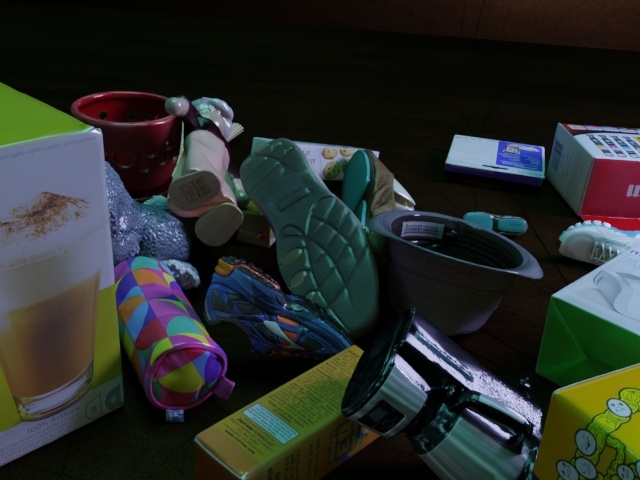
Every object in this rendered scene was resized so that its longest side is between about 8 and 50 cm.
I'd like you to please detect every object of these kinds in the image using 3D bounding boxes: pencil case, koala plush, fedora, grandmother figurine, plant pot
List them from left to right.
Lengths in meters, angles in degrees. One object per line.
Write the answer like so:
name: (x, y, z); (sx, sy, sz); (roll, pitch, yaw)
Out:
koala plush: (-0.275, -0.006, 1.020); (0.221, 0.203, 0.196); (17, 33, -36)
plant pot: (-0.342, -0.159, 1.299); (0.191, 0.174, 0.191); (3, 26, -2)
pencil case: (-0.191, 0.109, 0.874); (0.104, 0.105, 0.236); (-10, 31, -26)
grandmother figurine: (-0.185, -0.141, 1.156); (0.103, 0.208, 0.342); (-19, 31, 4)
fedora: (0.170, 0.050, 0.999); (0.243, 0.125, 0.275); (14, 15, 0)

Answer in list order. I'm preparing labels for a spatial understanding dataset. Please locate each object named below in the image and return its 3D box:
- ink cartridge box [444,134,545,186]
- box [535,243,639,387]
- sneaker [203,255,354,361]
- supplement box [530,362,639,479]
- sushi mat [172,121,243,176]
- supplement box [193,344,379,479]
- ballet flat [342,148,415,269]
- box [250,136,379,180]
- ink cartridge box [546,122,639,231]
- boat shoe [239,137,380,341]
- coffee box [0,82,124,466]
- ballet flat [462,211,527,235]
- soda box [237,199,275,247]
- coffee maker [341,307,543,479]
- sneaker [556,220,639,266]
ink cartridge box: (0.376, -0.167, 1.570); (0.206, 0.045, 0.208); (11, 26, 12)
box: (0.445, 0.135, 0.893); (0.231, 0.127, 0.262); (-20, 35, -37)
sneaker: (-0.046, 0.106, 0.883); (0.221, 0.087, 0.083); (33, 6, -9)
supplement box: (0.344, 0.266, 0.535); (0.195, 0.194, 0.356); (-9, 29, -25)
sushi mat: (-0.295, -0.208, 1.544); (0.151, 0.019, 0.316); (16, 33, 13)
supplement box: (-0.017, 0.196, 0.751); (0.080, 0.078, 0.233); (25, 34, 35)
ballet flat: (0.106, -0.048, 1.240); (0.124, 0.116, 0.342); (22, 25, -11)
box: (-0.003, -0.148, 1.355); (0.063, 0.067, 0.324); (16, 11, 34)
ink cartridge box: (0.643, -0.120, 1.423); (0.309, 0.130, 0.272); (3, 28, -4)
boat shoe: (0.000, 0.000, 1.059); (0.132, 0.130, 0.356); (-29, 55, 5)
coffee box: (-0.443, 0.028, 0.733); (0.338, 0.335, 0.337); (26, 34, 37)
ballet flat: (0.308, -0.028, 1.299); (0.114, 0.041, 0.041); (7, 27, 4)
soda box: (-0.078, -0.054, 1.261); (0.061, 0.058, 0.181); (13, 27, 17)
coffee maker: (0.122, 0.162, 0.736); (0.178, 0.120, 0.171); (39, 15, -2)
sneaker: (0.487, 0.020, 1.192); (0.190, 0.072, 0.083); (5, 32, 3)
